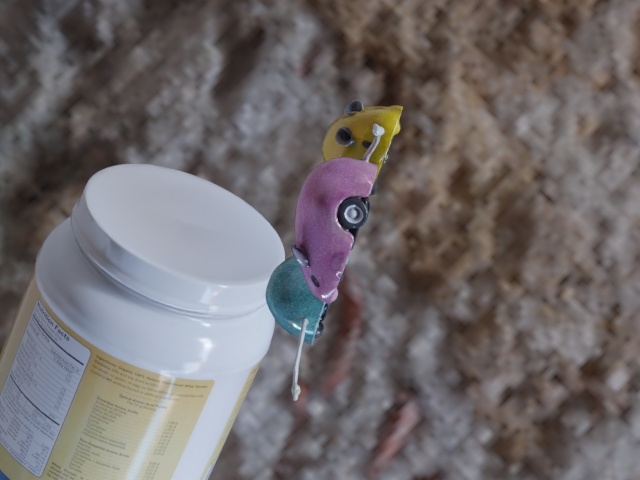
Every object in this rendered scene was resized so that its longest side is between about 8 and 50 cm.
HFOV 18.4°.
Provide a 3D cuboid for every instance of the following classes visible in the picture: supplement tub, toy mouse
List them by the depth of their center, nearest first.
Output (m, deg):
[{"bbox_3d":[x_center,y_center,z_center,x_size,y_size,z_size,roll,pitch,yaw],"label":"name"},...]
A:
[{"bbox_3d":[0.000,0.000,0.873,0.161,0.031,0.143,109,2,-76],"label":"toy mouse"},{"bbox_3d":[-0.113,0.070,1.164,0.144,0.144,0.199,-13,135,-51],"label":"supplement tub"}]
